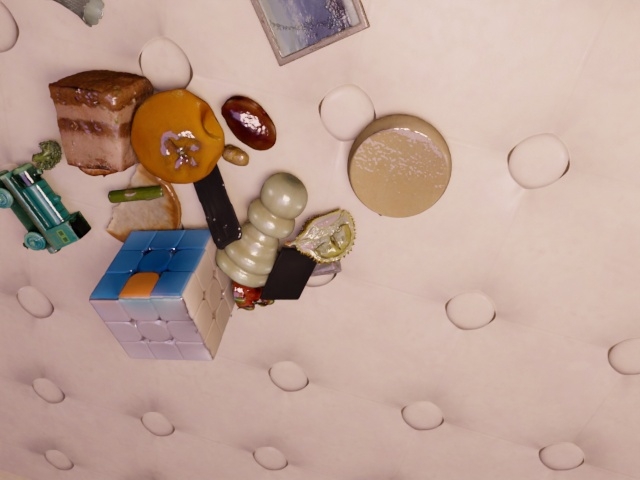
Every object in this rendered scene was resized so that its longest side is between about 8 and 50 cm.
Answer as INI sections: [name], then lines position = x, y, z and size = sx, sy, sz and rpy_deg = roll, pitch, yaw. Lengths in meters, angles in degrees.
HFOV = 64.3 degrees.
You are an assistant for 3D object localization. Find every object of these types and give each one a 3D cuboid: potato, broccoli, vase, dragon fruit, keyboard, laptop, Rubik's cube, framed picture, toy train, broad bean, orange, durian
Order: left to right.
[toy train]
position = -0.888, -0.103, 1.613
size = 0.194, 0.120, 0.298
rpy_deg = -20, 114, 15
[broccoli]
position = -0.820, -0.253, 1.517
size = 0.096, 0.092, 0.095
rpy_deg = 12, 111, 37
[vase]
position = -0.630, -0.606, 1.273
size = 0.148, 0.081, 0.081
rpy_deg = 28, 122, 0
[Rubik's cube]
position = -0.450, 0.163, 1.534
size = 0.290, 0.292, 0.291
rpy_deg = -2, 132, 12
[orange]
position = -0.376, -0.260, 1.327
size = 0.248, 0.183, 0.249
rpy_deg = -5, 121, -8
[keyboard]
position = -0.298, -0.107, 1.445
size = 0.106, 0.016, 0.263
rpy_deg = -28, 76, 25
[potato]
position = -0.237, -0.236, 1.420
size = 0.083, 0.040, 0.051
rpy_deg = 24, 132, 0
[dragon fruit]
position = -0.228, 0.155, 1.619
size = 0.174, 0.139, 0.142
rpy_deg = 13, 151, -21
[broad bean]
position = -0.187, -0.306, 1.346
size = 0.114, 0.084, 0.165
rpy_deg = -15, 123, 39
[laptop]
position = -0.088, 0.102, 1.498
size = 0.135, 0.016, 0.197
rpy_deg = 7, 126, -32
[framed picture]
position = -0.058, -0.606, 1.170
size = 0.247, 0.022, 0.335
rpy_deg = -15, 116, 21
[durian]
position = 0.000, 0.000, 1.445
size = 0.208, 0.102, 0.147
rpy_deg = -12, 84, -13

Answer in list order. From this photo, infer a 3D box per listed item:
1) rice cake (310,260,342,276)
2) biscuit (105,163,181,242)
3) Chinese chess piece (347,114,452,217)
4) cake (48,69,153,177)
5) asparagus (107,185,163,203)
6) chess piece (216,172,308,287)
[rice cake]
position = -0.066, 0.091, 1.569
size = 0.269, 0.055, 0.049
rpy_deg = -8, 157, 17
[biscuit]
position = -0.532, -0.085, 1.579
size = 0.204, 0.040, 0.309
rpy_deg = 35, 122, -8
[Chinese chess piece]
position = 0.200, -0.188, 1.312
size = 0.273, 0.102, 0.274
rpy_deg = 5, 120, 9
[cake]
position = -0.569, -0.295, 1.370
size = 0.198, 0.196, 0.293
rpy_deg = 10, 121, 5
[asparagus]
position = -0.540, -0.137, 1.503
size = 0.178, 0.041, 0.045
rpy_deg = -4, 143, 11
[chess piece]
position = -0.152, -0.041, 1.452
size = 0.182, 0.182, 0.330
rpy_deg = 31, 117, -6
